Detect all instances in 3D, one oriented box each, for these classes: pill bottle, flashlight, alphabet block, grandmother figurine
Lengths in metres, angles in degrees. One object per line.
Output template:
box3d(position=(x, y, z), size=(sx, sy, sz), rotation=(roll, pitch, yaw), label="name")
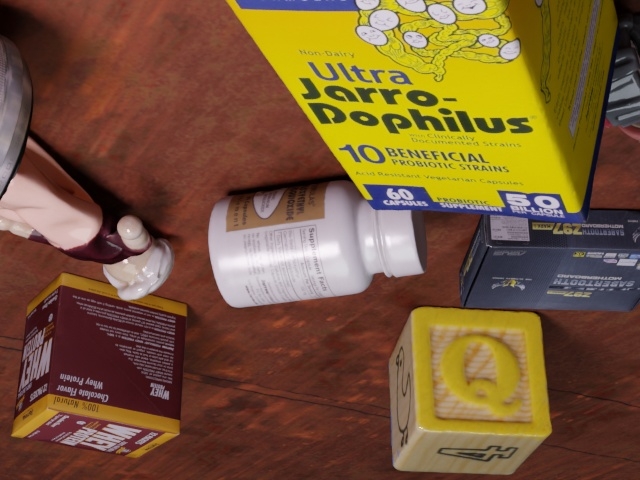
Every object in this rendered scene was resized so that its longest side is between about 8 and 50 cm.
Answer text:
box3d(position=(0.000, 0.000, 1.339), size=(0.229, 0.131, 0.131), rotation=(-7, 152, 13), label="pill bottle")
box3d(position=(0.174, -0.122, 1.135), size=(0.304, 0.103, 0.103), rotation=(-18, 149, 30), label="flashlight")
box3d(position=(0.210, 0.221, 1.706), size=(0.193, 0.192, 0.197), rotation=(2, 152, -7), label="alphabet block")
box3d(position=(-0.278, -0.022, 1.347), size=(0.208, 0.104, 0.342), rotation=(16, 167, 33), label="grandmother figurine")

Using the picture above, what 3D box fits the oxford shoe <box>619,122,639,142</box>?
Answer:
box3d(position=(0.456, -0.141, 1.088), size=(0.348, 0.123, 0.130), rotation=(-3, 161, 35), label="oxford shoe")

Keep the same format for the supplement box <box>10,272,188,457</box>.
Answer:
box3d(position=(-0.299, 0.174, 1.607), size=(0.191, 0.194, 0.129), rotation=(17, 148, -30), label="supplement box")

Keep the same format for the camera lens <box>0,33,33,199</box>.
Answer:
box3d(position=(-0.406, -0.121, 1.011), size=(0.219, 0.219, 0.274), rotation=(-25, 144, 39), label="camera lens")

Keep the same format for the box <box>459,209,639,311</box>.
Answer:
box3d(position=(0.301, 0.027, 1.469), size=(0.233, 0.059, 0.183), rotation=(2, 154, -3), label="box")

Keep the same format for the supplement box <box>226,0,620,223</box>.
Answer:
box3d(position=(0.092, -0.178, 0.887), size=(0.194, 0.195, 0.356), rotation=(5, 156, 25), label="supplement box")
